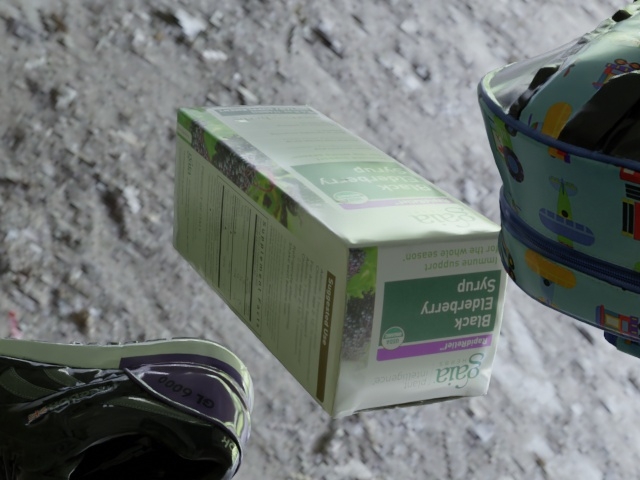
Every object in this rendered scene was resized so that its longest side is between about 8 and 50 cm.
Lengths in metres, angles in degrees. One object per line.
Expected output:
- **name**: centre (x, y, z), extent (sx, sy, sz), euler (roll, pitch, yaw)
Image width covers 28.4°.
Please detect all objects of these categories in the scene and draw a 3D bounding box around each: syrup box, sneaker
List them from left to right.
- **sneaker**: centre (-0.188, 0.131, 0.824), extent (0.283, 0.107, 0.124), euler (-8, 24, 5)
- **syrup box**: centre (0.000, 0.000, 0.702), extent (0.093, 0.096, 0.237), euler (-5, 22, -25)

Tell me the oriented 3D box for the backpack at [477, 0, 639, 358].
- **backpack**: centre (0.131, -0.011, 0.401), extent (0.158, 0.117, 0.173), euler (23, 29, 32)
